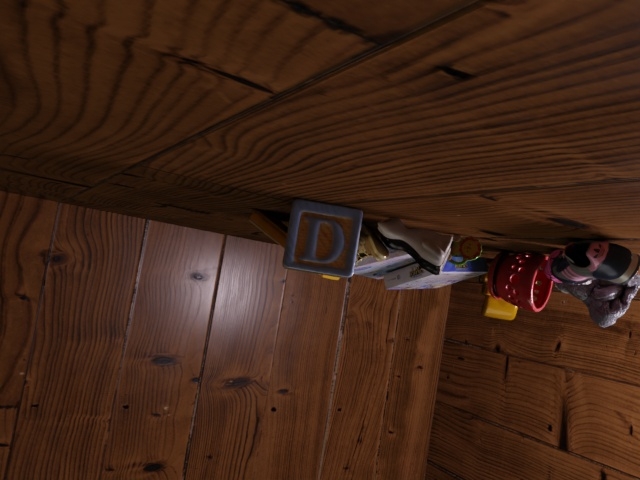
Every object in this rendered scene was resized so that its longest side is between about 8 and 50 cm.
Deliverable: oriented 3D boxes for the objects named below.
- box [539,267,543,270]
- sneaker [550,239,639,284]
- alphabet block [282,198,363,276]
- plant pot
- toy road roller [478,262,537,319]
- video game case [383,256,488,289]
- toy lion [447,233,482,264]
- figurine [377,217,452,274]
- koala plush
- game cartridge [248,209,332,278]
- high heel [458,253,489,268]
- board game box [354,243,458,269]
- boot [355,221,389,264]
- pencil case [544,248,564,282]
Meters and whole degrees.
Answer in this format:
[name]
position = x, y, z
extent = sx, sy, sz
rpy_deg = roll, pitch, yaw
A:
[box]
position = 0.960, 0.123, 2.079
extent = 0.206, 0.036, 0.114
rpy_deg = 8, 175, 16
[sneaker]
position = 0.668, 0.043, 1.393
extent = 0.131, 0.112, 0.319
rpy_deg = 26, 171, -4
[alphabet block]
position = 0.000, 0.000, 1.508
extent = 0.193, 0.193, 0.197
rpy_deg = 11, 176, -3
[plant pot]
position = 0.677, 0.134, 1.842
extent = 0.174, 0.191, 0.191
rpy_deg = 9, 177, 40
[toy road roller]
position = 0.790, 0.219, 2.320
extent = 0.202, 0.241, 0.329
rpy_deg = 8, 175, 11
[video game case]
position = 0.399, 0.114, 1.876
extent = 0.269, 0.061, 0.244
rpy_deg = 3, 160, -38
[toy lion]
position = 0.435, 0.032, 1.631
extent = 0.096, 0.100, 0.034
rpy_deg = 27, 178, 13
[figurine]
position = 0.261, 0.007, 1.542
extent = 0.209, 0.092, 0.215
rpy_deg = 23, 171, 15
[koala plush]
position = 0.957, 0.172, 1.903
extent = 0.221, 0.203, 0.196
rpy_deg = 31, 164, 8
[game cartridge]
position = -0.076, 0.021, 1.891
extent = 0.323, 0.053, 0.285
rpy_deg = 36, -177, 14
[high heel]
position = 0.472, 0.070, 1.991
extent = 0.261, 0.093, 0.186
rpy_deg = 17, -172, 39
[board game box]
position = 0.271, 0.058, 1.841
extent = 0.318, 0.066, 0.318
rpy_deg = -16, 164, 26
[boot]
position = 0.113, 0.047, 1.636
extent = 0.077, 0.165, 0.213
rpy_deg = 42, -171, -24
[pencil case]
position = 0.749, 0.082, 1.665
extent = 0.098, 0.095, 0.209
rpy_deg = 36, -174, 23
